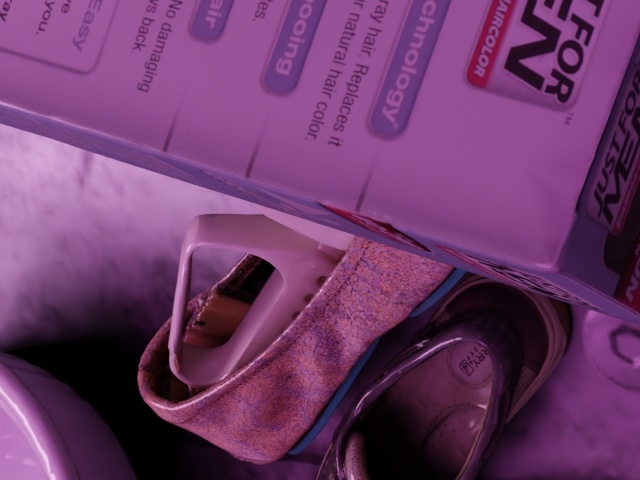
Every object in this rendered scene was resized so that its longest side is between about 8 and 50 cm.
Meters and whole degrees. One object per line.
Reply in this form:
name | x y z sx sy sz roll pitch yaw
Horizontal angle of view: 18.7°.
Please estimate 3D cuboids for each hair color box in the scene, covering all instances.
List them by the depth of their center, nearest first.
hair color box | -0.021 -0.111 0.768 0.374 0.113 0.185 18 86 31

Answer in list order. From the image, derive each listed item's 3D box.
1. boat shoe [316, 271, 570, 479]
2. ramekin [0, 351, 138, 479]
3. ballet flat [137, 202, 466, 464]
boat shoe | 0.037 0.104 0.920 0.080 0.073 0.223 40 124 14
ramekin | -0.226 0.180 1.063 0.277 0.135 0.277 -2 83 19
ballet flat | 0.000 0.000 0.868 0.106 0.107 0.316 21 133 -16
